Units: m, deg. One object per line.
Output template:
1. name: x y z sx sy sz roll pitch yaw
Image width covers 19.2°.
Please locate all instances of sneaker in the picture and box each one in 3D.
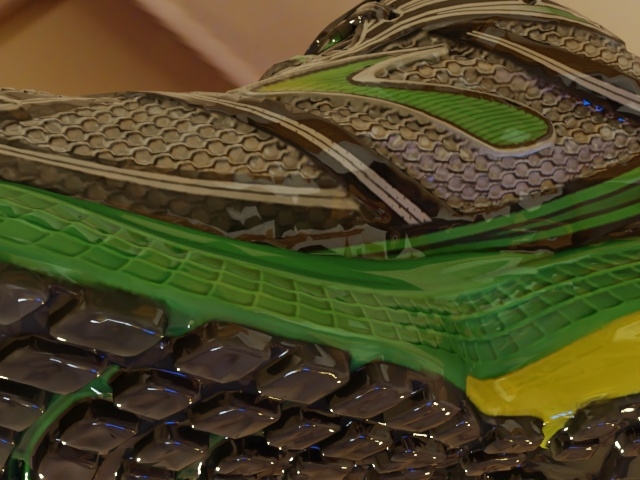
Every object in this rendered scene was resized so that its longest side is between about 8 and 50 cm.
1. sneaker: 0.000 0.000 0.500 0.343 0.134 0.146 4 -119 -34
